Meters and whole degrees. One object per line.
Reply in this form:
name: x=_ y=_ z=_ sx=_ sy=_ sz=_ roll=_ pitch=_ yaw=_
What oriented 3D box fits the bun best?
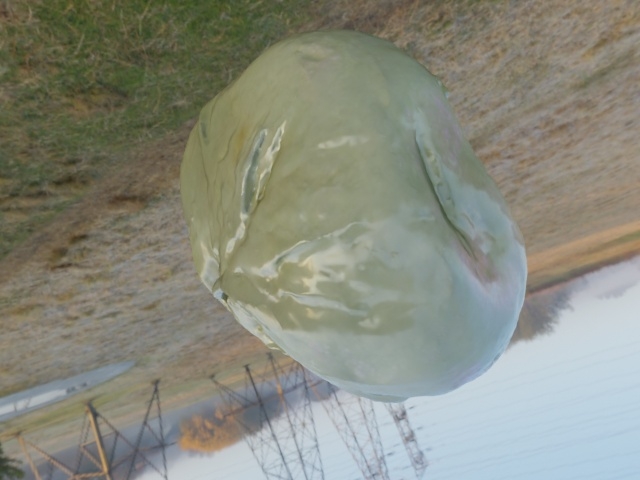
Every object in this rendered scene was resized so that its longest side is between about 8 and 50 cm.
bun: x=0.000 y=0.000 z=0.468 sx=0.213 sy=0.361 sz=0.361 roll=-35 pitch=175 yaw=-26
